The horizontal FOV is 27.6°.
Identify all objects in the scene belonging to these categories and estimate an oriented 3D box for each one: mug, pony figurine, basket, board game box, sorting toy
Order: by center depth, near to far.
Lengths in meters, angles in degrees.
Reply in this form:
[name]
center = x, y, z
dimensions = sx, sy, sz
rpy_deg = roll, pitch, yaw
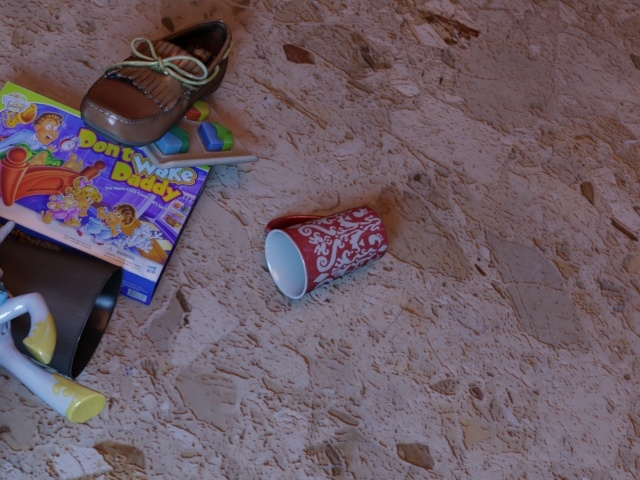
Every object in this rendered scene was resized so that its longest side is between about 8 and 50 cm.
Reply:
[pony figurine]
center = -0.489, 0.140, 1.633
dimensions = 0.351, 0.303, 0.363
rpy_deg = -30, 50, -14
[basket]
center = -0.421, 0.079, 1.847
dimensions = 0.227, 0.154, 0.204
rpy_deg = 19, 29, 1
[board game box]
center = -0.375, -0.075, 1.998
dimensions = 0.347, 0.078, 0.233
rpy_deg = 23, 55, -2
[mug]
center = 0.004, -0.003, 2.052
dimensions = 0.169, 0.113, 0.150
rpy_deg = -20, 69, -30
[sorting toy]
center = -0.223, -0.185, 2.072
dimensions = 0.193, 0.038, 0.208
rpy_deg = -8, 43, -42

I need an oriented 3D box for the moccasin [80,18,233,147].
[moccasin]
center = -0.238, -0.250, 1.987
dimensions = 0.139, 0.147, 0.380
rpy_deg = 35, 33, 12
